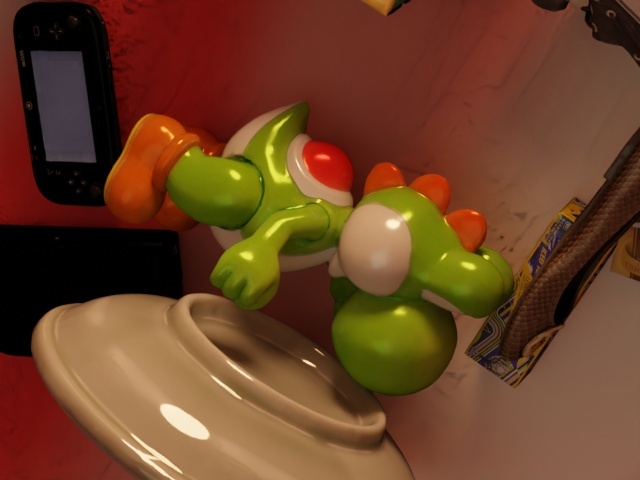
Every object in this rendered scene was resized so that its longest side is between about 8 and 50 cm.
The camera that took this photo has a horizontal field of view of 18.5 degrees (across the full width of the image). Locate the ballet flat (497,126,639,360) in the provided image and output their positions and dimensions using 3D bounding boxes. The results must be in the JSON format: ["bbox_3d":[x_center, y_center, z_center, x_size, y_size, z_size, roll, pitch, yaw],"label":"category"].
[{"bbox_3d":[0.231,0.010,1.656,0.058,0.084,0.250,36,110,9],"label":"ballet flat"}]

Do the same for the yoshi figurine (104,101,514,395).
[{"bbox_3d":[-0.012,0.025,1.762,0.362,0.203,0.203,22,143,19],"label":"yoshi figurine"}]

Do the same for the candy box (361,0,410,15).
[{"bbox_3d":[0.029,-0.395,1.642,0.268,0.122,0.317,32,118,10],"label":"candy box"}]

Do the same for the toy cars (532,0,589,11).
[{"bbox_3d":[0.342,-0.246,1.582,0.394,0.087,0.176,-10,114,30],"label":"toy cars"}]

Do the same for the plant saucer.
[{"bbox_3d":[-0.056,0.143,1.714,0.400,0.400,0.100,33,102,10],"label":"plant saucer"}]

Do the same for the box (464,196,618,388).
[{"bbox_3d":[0.200,0.047,1.753,0.059,0.054,0.169,35,116,9],"label":"box"}]

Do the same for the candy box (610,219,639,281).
[{"bbox_3d":[0.326,-0.045,1.671,0.109,0.053,0.186,19,115,16],"label":"candy box"}]

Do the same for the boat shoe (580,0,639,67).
[{"bbox_3d":[0.250,-0.180,1.568,0.228,0.080,0.076,44,127,-15],"label":"boat shoe"}]

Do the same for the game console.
[{"bbox_3d":[-0.248,-0.054,1.917,0.213,0.044,0.361,1,107,23],"label":"game console"}]
